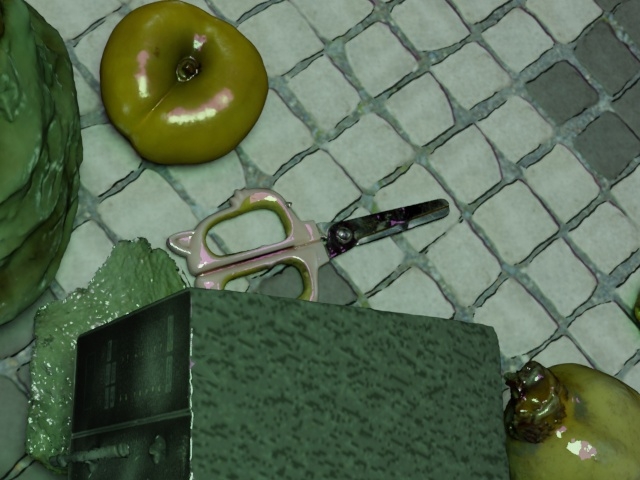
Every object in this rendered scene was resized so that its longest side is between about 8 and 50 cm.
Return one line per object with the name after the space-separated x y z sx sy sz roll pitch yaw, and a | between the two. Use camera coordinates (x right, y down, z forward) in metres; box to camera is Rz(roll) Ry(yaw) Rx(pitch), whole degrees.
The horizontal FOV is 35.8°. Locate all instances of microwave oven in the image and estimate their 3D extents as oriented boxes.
-0.022 0.286 0.819 0.374 0.236 0.432 9 72 -34 | microwave oven

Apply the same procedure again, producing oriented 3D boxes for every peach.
-0.146 -0.164 1.036 0.179 0.103 0.179 3 76 -11 | peach

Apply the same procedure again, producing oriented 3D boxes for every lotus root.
0.257 0.214 0.942 0.342 0.151 0.169 39 43 -37 | lotus root

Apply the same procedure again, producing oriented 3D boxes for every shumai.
-0.366 -0.117 0.853 0.324 0.323 0.397 6 72 -14 | shumai

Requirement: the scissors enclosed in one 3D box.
0.000 0.000 1.065 0.317 0.024 0.160 -16 78 -18 | scissors

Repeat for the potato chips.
-0.211 0.111 0.964 0.167 0.059 0.228 42 74 7 | potato chips

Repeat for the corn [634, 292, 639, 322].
0.471 0.083 1.130 0.231 0.080 0.080 6 73 -12 | corn
